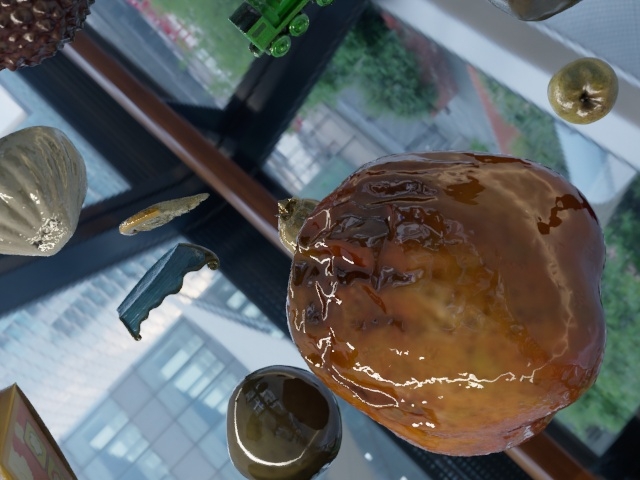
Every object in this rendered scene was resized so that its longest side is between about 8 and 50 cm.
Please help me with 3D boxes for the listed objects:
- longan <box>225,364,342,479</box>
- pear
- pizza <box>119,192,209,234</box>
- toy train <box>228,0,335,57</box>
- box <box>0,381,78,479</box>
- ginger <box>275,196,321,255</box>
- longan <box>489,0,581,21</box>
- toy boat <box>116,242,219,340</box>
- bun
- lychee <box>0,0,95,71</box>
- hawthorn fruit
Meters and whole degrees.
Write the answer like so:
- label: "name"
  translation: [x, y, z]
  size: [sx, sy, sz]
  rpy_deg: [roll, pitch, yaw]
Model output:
- label: "longan"
  translation: [-0.061, 0.304, 1.510]
  size: [0.196, 0.197, 0.220]
  rpy_deg: [43, 134, 26]
- label: "pear"
  translation: [0.628, -0.357, 2.233]
  size: [0.167, 0.167, 0.136]
  rpy_deg: [45, -149, -20]
- label: "pizza"
  translation: [-0.371, -0.061, 2.217]
  size: [0.262, 0.181, 0.034]
  rpy_deg: [-21, -94, -54]
- label: "toy train"
  translation: [-0.042, -0.420, 1.578]
  size: [0.085, 0.251, 0.119]
  rpy_deg: [45, -175, 30]
- label: "box"
  translation: [-0.472, 0.379, 1.208]
  size: [0.214, 0.284, 0.259]
  rpy_deg: [-116, 4, -65]
- label: "ginger"
  translation: [0.000, 0.000, 2.211]
  size: [0.267, 0.138, 0.152]
  rpy_deg: [42, -176, -27]
- label: "longan"
  translation: [0.400, -0.539, 1.668]
  size: [0.288, 0.288, 0.350]
  rpy_deg: [44, -150, 12]
- label: "toy boat"
  translation: [-0.245, 0.080, 1.497]
  size: [0.077, 0.185, 0.075]
  rpy_deg: [42, 174, -21]
- label: "bun"
  translation: [-0.511, -0.058, 1.660]
  size: [0.175, 0.263, 0.263]
  rpy_deg: [46, 178, 13]
- label: "lychee"
  translation: [-0.462, -0.381, 1.268]
  size: [0.306, 0.306, 0.330]
  rpy_deg: [43, -154, 22]
- label: "hawthorn fruit"
  translation: [0.168, 0.083, 1.318]
  size: [0.472, 0.472, 0.472]
  rpy_deg: [44, 177, 3]
